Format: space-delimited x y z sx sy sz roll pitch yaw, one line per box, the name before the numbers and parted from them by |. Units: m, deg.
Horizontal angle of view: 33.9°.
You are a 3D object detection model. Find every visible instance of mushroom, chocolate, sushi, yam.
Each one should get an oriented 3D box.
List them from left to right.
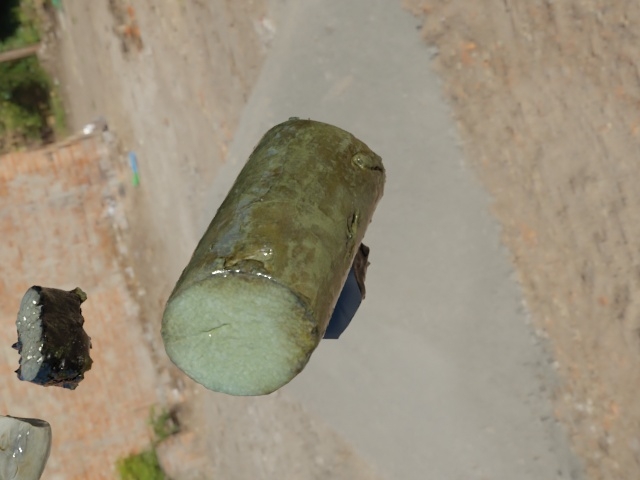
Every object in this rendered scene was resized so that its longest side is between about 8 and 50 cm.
mushroom | -0.461 0.357 1.505 0.223 0.092 0.081 -64 27 -3
sushi | -0.481 0.184 1.877 0.147 0.115 0.212 -55 36 21
yam | -0.043 0.009 1.132 0.168 0.168 0.304 95 -165 -49
chocolate | 0.000 0.000 1.507 0.206 0.177 0.224 -3 122 33
